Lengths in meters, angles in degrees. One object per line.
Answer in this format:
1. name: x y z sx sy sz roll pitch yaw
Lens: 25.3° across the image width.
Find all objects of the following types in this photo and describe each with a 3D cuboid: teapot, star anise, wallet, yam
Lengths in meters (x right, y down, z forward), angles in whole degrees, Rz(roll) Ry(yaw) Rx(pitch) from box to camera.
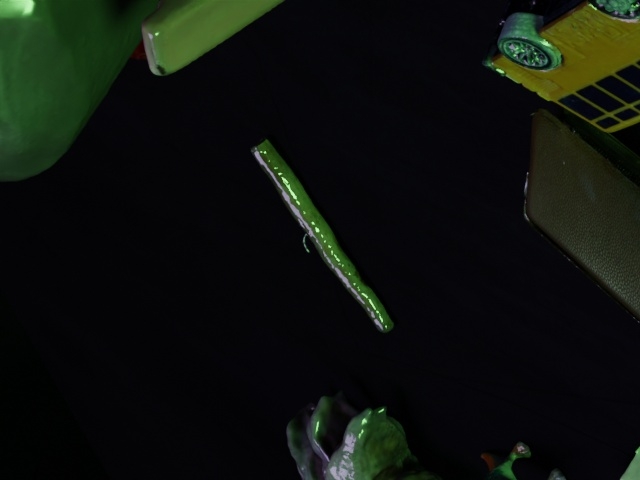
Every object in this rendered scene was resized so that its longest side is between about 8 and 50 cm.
1. teapot: -0.177 -0.227 0.993 0.376 0.362 0.305 24 143 31
2. star anise: 0.076 0.313 1.620 0.359 0.139 0.316 37 160 36
3. wallet: 0.200 -0.005 0.935 0.198 0.031 0.110 49 151 45
4. yam: 0.001 -0.001 1.427 0.234 0.029 0.027 56 148 -9

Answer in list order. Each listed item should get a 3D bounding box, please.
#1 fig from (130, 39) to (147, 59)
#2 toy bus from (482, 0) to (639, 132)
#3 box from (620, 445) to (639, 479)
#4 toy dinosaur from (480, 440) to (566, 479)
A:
1. fig: -0.173 -0.242 1.349 0.119 0.153 0.119 10 170 2
2. toy bus: 0.179 -0.130 0.733 0.114 0.098 0.201 29 163 -13
3. box: 0.320 0.223 0.966 0.135 0.079 0.269 25 161 53
4. toy dinosaur: 0.165 0.241 1.363 0.044 0.106 0.187 59 158 -15
